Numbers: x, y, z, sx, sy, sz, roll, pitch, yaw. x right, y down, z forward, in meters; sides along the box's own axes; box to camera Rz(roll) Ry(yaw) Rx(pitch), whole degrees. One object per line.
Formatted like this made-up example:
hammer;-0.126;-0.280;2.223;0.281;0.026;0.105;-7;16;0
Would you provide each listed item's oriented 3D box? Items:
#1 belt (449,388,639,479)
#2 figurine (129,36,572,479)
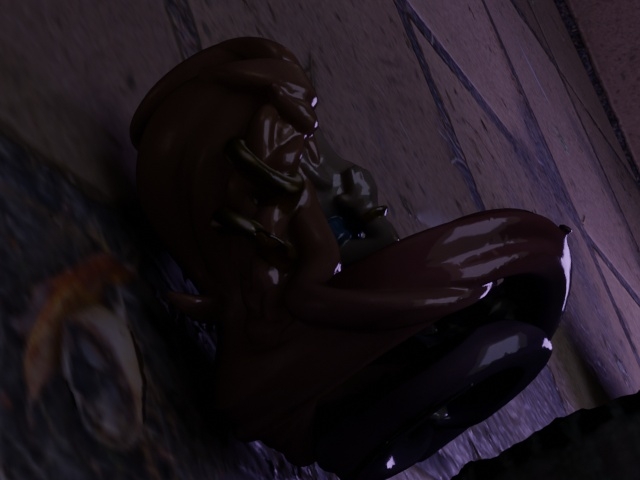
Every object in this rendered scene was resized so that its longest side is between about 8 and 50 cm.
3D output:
belt;0.141;0.133;0.563;0.257;0.207;0.150;11;52;-51
figurine;-0.003;0.009;0.514;0.157;0.114;0.126;37;-24;4
